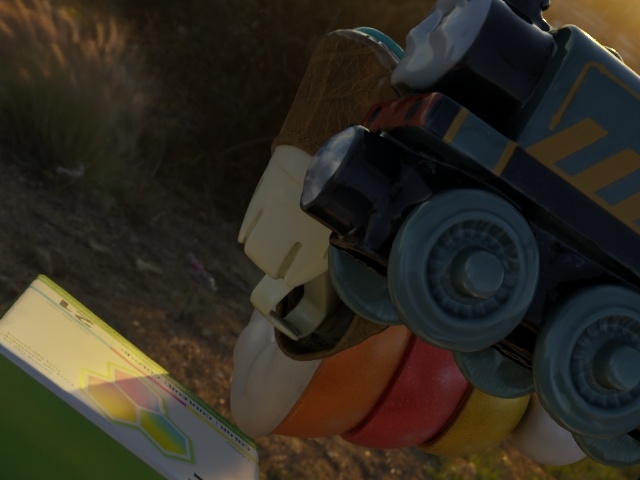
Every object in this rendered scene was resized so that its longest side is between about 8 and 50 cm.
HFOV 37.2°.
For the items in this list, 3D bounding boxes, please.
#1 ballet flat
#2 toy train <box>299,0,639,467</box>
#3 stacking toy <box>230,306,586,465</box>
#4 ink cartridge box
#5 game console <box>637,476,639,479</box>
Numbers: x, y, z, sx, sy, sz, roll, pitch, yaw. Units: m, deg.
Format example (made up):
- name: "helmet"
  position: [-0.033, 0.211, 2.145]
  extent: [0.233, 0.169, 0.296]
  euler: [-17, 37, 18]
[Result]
- name: "ballet flat"
  position: [0.000, 0.000, 0.681]
  extent: [0.124, 0.342, 0.116]
  euler: [-39, 70, -21]
- name: "toy train"
  position: [0.154, 0.009, 0.514]
  extent: [0.334, 0.190, 0.142]
  euler: [32, -7, -14]
- name: "stacking toy"
  position: [0.151, 0.163, 1.240]
  extent: [0.479, 0.351, 0.351]
  euler: [25, 31, -12]
- name: "ink cartridge box"
  position: [-0.128, 0.139, 0.501]
  extent: [0.189, 0.097, 0.255]
  euler: [41, 5, -12]
- name: "game console"
  position: [0.300, 0.256, 0.909]
  extent: [0.085, 0.144, 0.124]
  euler: [26, -23, 46]
